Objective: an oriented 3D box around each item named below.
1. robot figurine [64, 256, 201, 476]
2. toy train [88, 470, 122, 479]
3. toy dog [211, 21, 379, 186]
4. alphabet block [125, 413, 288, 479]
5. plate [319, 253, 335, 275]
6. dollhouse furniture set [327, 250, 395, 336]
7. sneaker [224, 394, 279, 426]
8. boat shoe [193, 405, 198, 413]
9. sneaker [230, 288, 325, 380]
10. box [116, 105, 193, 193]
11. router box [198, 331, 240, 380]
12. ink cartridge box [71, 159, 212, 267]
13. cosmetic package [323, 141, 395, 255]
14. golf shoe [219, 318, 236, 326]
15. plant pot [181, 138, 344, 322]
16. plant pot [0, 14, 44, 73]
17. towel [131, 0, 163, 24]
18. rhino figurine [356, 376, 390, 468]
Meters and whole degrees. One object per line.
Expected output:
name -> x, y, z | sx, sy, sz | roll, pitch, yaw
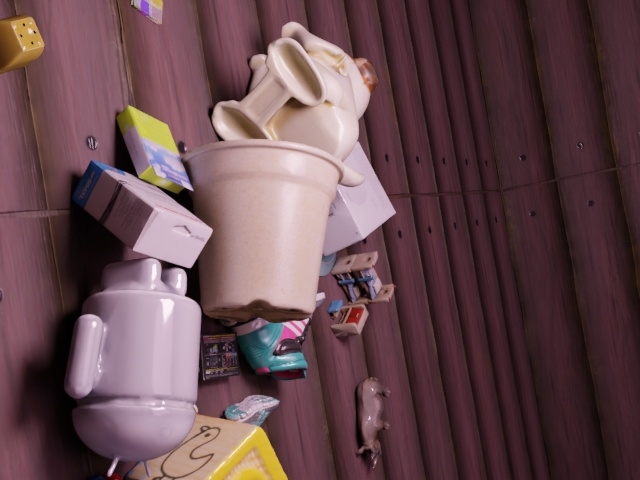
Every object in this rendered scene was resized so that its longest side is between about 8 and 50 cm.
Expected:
robot figurine -> -0.304, 0.211, 1.281 | 0.300, 0.200, 0.353 | 27, 58, -54
toy train -> -0.288, 0.497, 1.277 | 0.248, 0.143, 0.105 | 63, 35, -26
toy dog -> 0.003, -0.340, 1.828 | 0.395, 0.284, 0.408 | 37, 30, -3
alphabet block -> -0.192, 0.448, 1.365 | 0.192, 0.197, 0.193 | -43, 117, -40
plate -> 0.000, 0.000, 2.018 | 0.188, 0.024, 0.188 | 25, 60, -55
dollhouse furniture set -> 0.099, 0.142, 2.035 | 0.129, 0.129, 0.183 | 61, 35, -28
sneaker -> -0.149, 0.381, 1.640 | 0.166, 0.065, 0.076 | -9, 105, -56
boat shoe -> -0.278, 0.302, 1.449 | 0.137, 0.049, 0.043 | 64, 36, -33
sneaker -> -0.067, 0.224, 1.738 | 0.295, 0.124, 0.178 | -22, 95, -51
box -> -0.315, -0.166, 1.459 | 0.109, 0.042, 0.178 | 23, 35, -54
router box -> -0.219, 0.237, 1.571 | 0.122, 0.038, 0.092 | 7, 75, -58
ink cartridge box -> -0.311, -0.046, 1.337 | 0.148, 0.203, 0.086 | 23, 99, -54
cosmetic package -> 0.055, -0.112, 1.996 | 0.224, 0.138, 0.225 | 62, 34, -4
golf shoe -> -0.163, 0.131, 1.674 | 0.086, 0.069, 0.176 | 63, 35, -36
plant pot -> -0.120, 0.000, 1.526 | 0.334, 0.334, 0.305 | 23, 64, -55
plant pot -> -0.497, -0.321, 1.235 | 0.081, 0.083, 0.081 | -44, 119, -54
towel -> -0.358, -0.492, 1.587 | 0.083, 0.009, 0.060 | 28, 59, -53
rhino figurine -> 0.137, 0.485, 2.054 | 0.106, 0.073, 0.243 | 28, 60, -58
